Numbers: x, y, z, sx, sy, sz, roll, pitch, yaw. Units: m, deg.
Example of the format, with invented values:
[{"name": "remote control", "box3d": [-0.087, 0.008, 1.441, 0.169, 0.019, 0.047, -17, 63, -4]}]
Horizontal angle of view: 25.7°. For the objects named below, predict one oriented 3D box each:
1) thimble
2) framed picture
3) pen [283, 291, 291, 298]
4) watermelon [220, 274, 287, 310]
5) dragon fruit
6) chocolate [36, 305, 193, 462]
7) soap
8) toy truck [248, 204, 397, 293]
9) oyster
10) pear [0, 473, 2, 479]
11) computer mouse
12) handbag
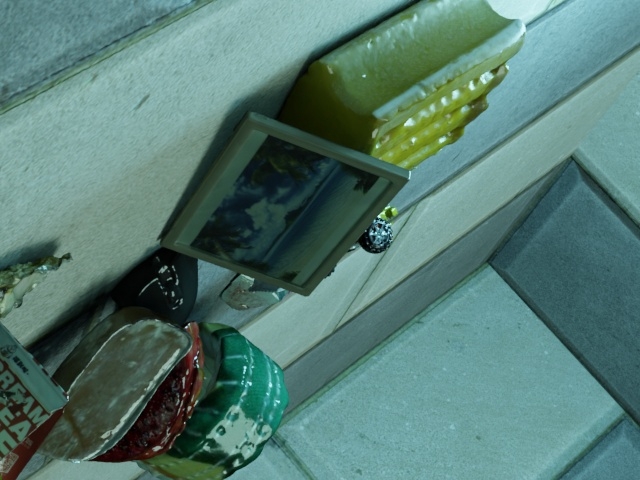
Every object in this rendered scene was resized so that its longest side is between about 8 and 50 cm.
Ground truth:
[{"name": "thimble", "box3d": [-0.204, 0.286, 2.394, 0.288, 0.254, 0.167, -47, 126, 3]}, {"name": "framed picture", "box3d": [-0.054, -0.041, 1.860, 0.315, 0.232, 0.024, 130, -26, -50]}, {"name": "pen", "box3d": [-0.063, 0.072, 2.638, 0.053, 0.032, 0.197, -36, 165, -27]}, {"name": "watermelon", "box3d": [-0.106, 0.077, 2.491, 0.094, 0.081, 0.180, -19, 179, 38]}, {"name": "dragon fruit", "box3d": [-0.264, 0.249, 2.230, 0.317, 0.152, 0.205, -33, -178, 23]}, {"name": "chocolate", "box3d": [-0.307, 0.188, 1.959, 0.254, 0.080, 0.157, -50, 142, 7]}, {"name": "soap", "box3d": [0.096, -0.182, 1.945, 0.335, 0.156, 0.293, -34, 163, -33]}, {"name": "toy truck", "box3d": [0.000, 0.000, 2.396, 0.286, 0.111, 0.136, -27, -167, -28]}, {"name": "oyster", "box3d": [-0.345, 0.053, 1.636, 0.146, 0.045, 0.121, -43, 167, -33]}, {"name": "pear", "box3d": [-0.485, 0.308, 1.499, 0.304, 0.304, 0.304, -40, 168, -10]}, {"name": "computer mouse", "box3d": [-0.229, 0.086, 2.049, 0.147, 0.088, 0.264, -41, 166, -17]}, {"name": "handbag", "box3d": [-0.436, 0.236, 1.704, 0.298, 0.171, 0.151, -44, 167, 15]}]
